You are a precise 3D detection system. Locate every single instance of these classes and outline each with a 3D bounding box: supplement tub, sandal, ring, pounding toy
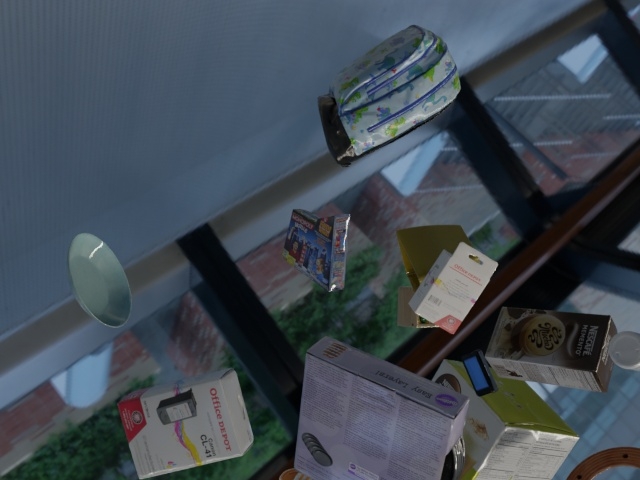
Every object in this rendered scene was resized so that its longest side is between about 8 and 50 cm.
[{"bbox_3d":[0.587,0.207,1.375,0.071,0.071,0.107,-49,143,19],"label":"supplement tub"},{"bbox_3d":[0.011,0.692,2.065,0.102,0.265,0.076,-42,145,-51],"label":"sandal"},{"bbox_3d":[0.800,0.700,1.957,0.337,0.032,0.336,-29,-151,18],"label":"ring"},{"bbox_3d":[0.344,0.174,2.373,0.181,0.205,0.094,4,177,-41],"label":"pounding toy"}]

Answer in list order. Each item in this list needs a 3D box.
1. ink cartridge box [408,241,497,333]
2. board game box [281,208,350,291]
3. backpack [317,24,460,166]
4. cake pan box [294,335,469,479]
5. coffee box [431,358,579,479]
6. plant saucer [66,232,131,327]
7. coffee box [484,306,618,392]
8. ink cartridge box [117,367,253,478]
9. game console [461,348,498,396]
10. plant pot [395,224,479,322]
[{"bbox_3d":[0.310,0.103,1.722,0.198,0.115,0.067,-58,-167,9],"label":"ink cartridge box"},{"bbox_3d":[0.000,0.000,1.889,0.060,0.194,0.194,-8,123,-44],"label":"board game box"},{"bbox_3d":[0.167,-0.363,1.813,0.356,0.273,0.290,-14,-158,4],"label":"backpack"},{"bbox_3d":[0.089,0.305,1.144,0.070,0.267,0.245,-34,135,-50],"label":"cake pan box"},{"bbox_3d":[0.519,0.616,2.314,0.338,0.337,0.334,16,109,-31],"label":"coffee box"},{"bbox_3d":[-0.433,0.081,1.412,0.038,0.194,0.195,-23,169,13],"label":"plant saucer"},{"bbox_3d":[0.609,0.281,1.937,0.119,0.297,0.168,51,54,-38],"label":"coffee box"},{"bbox_3d":[-0.364,0.495,2.004,0.307,0.226,0.131,-16,180,11],"label":"ink cartridge box"},{"bbox_3d":[0.432,0.369,2.031,0.071,0.122,0.107,-26,166,17],"label":"game console"},{"bbox_3d":[0.354,0.075,2.146,0.187,0.212,0.212,-20,135,1],"label":"plant pot"}]
